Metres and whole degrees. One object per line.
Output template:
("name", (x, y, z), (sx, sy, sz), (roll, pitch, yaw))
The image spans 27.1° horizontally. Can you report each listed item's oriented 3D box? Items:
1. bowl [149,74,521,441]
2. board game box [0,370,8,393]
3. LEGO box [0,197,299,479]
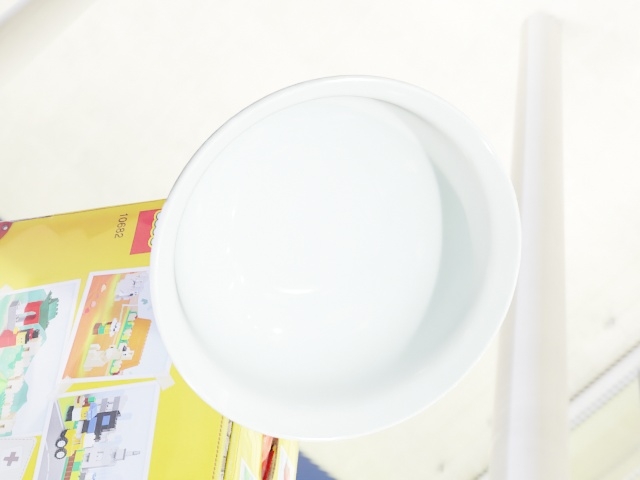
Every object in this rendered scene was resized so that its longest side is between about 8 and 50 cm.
("bowl", (0.000, 0.000, 1.069), (0.298, 0.134, 0.298), (-5, -69, -15))
("board game box", (-0.388, 0.123, 0.827), (0.242, 0.064, 0.316), (-51, -37, 6))
("LEGO box", (-0.222, 0.197, 1.374), (0.372, 0.500, 0.193), (-7, -45, 14))
